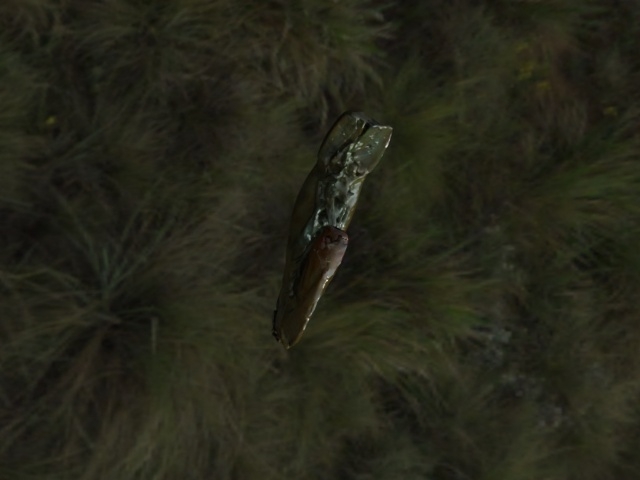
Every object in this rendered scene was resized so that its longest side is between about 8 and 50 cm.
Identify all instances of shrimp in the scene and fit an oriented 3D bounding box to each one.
[{"bbox_3d":[-0.001,0.000,0.934,0.058,0.253,0.173,18,45,-7],"label":"shrimp"}]
